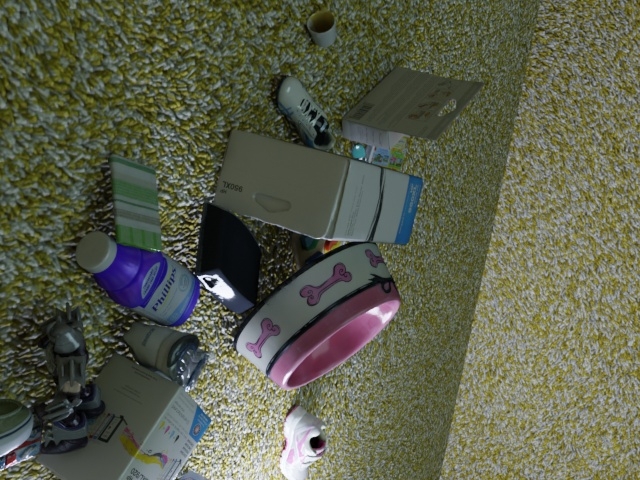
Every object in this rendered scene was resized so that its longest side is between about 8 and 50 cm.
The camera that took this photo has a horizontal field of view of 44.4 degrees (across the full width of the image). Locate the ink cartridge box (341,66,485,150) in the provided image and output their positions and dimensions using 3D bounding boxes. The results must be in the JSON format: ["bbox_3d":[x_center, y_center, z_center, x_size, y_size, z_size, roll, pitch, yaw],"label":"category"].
[{"bbox_3d":[0.237,-0.328,1.983,0.296,0.261,0.066,-48,144,-38],"label":"ink cartridge box"}]

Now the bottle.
[{"bbox_3d":[-0.317,0.064,1.378,0.118,0.092,0.283,-67,153,-14],"label":"bottle"}]

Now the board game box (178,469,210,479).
[{"bbox_3d":[-0.368,0.728,1.738,0.318,0.066,0.318,-31,133,-52],"label":"board game box"}]

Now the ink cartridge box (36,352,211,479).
[{"bbox_3d":[-0.349,0.364,1.425,0.232,0.168,0.171,-57,151,-24],"label":"ink cartridge box"}]

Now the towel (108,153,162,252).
[{"bbox_3d":[-0.312,-0.060,1.314,0.113,0.023,0.152,19,61,-61],"label":"towel"}]

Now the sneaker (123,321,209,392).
[{"bbox_3d":[-0.296,0.222,1.511,0.111,0.129,0.297,-60,170,-25],"label":"sneaker"}]

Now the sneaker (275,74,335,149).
[{"bbox_3d":[-0.028,-0.278,1.713,0.085,0.086,0.237,-62,151,-14],"label":"sneaker"}]

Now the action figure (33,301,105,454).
[{"bbox_3d":[-0.406,0.224,1.246,0.185,0.099,0.285,-96,-169,-45],"label":"action figure"}]

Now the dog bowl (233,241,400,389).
[{"bbox_3d":[0.009,0.184,1.800,0.408,0.150,0.408,-34,162,-13],"label":"dog bowl"}]

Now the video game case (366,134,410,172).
[{"bbox_3d":[0.174,-0.210,2.203,0.227,0.026,0.206,0,107,-61],"label":"video game case"}]

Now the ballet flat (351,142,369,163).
[{"bbox_3d":[0.105,-0.223,2.058,0.041,0.041,0.114,-55,150,-28],"label":"ballet flat"}]

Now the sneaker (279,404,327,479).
[{"bbox_3d":[-0.042,0.591,2.213,0.103,0.111,0.252,-37,138,-48],"label":"sneaker"}]

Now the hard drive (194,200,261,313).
[{"bbox_3d":[-0.180,0.040,1.589,0.254,0.054,0.172,58,32,-64],"label":"hard drive"}]

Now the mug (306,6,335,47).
[{"bbox_3d":[0.010,-0.458,1.700,0.078,0.062,0.064,-55,158,-16],"label":"mug"}]

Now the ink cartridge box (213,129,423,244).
[{"bbox_3d":[0.008,-0.104,1.667,0.395,0.285,0.166,3,102,-63],"label":"ink cartridge box"}]

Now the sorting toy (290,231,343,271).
[{"bbox_3d":[0.000,0.000,1.994,0.208,0.038,0.193,-52,148,-33],"label":"sorting toy"}]

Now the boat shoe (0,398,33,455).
[{"bbox_3d":[-0.529,0.260,1.093,0.302,0.109,0.094,-3,107,-59],"label":"boat shoe"}]

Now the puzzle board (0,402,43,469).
[{"bbox_3d":[-0.505,0.328,1.285,0.128,0.011,0.096,-14,119,-60],"label":"puzzle board"}]
